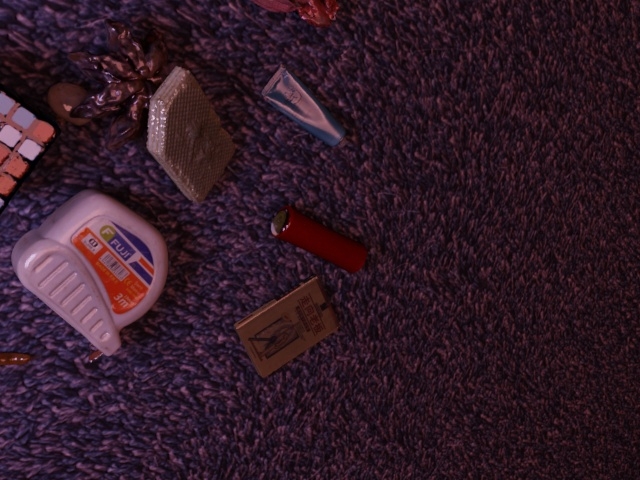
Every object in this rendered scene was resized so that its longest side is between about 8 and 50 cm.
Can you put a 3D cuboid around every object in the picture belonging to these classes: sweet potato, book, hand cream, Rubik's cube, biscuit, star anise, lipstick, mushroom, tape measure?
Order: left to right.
[{"bbox_3d":[-0.556,-0.171,0.989,0.187,0.184,0.182,38,84,-32],"label":"Rubik's cube"},{"bbox_3d":[-0.642,0.233,1.143,0.179,0.044,0.044,-15,111,-30],"label":"sweet potato"},{"bbox_3d":[-0.454,-0.239,1.097,0.079,0.085,0.085,-32,128,32],"label":"mushroom"},{"bbox_3d":[-0.425,0.054,1.161,0.265,0.130,0.258,-46,123,-16],"label":"tape measure"},{"bbox_3d":[-0.324,-0.270,1.097,0.223,0.108,0.236,-11,108,-52],"label":"star anise"},{"bbox_3d":[-0.244,-0.190,1.144,0.150,0.052,0.252,-58,155,-18],"label":"biscuit"},{"bbox_3d":[-0.075,0.204,1.448,0.230,0.026,0.161,-32,117,-17],"label":"book"},{"bbox_3d":[-0.024,-0.281,1.329,0.224,0.048,0.083,36,89,-26],"label":"hand cream"},{"bbox_3d":[0.000,0.000,1.399,0.241,0.080,0.080,26,92,-32],"label":"lipstick"}]

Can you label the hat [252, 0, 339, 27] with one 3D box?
[{"bbox_3d":[-0.059,-0.541,1.193,0.236,0.107,0.286,-40,115,-1],"label":"hat"}]
